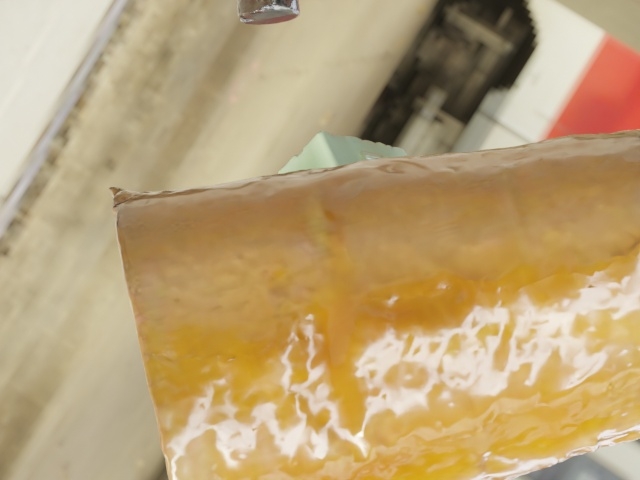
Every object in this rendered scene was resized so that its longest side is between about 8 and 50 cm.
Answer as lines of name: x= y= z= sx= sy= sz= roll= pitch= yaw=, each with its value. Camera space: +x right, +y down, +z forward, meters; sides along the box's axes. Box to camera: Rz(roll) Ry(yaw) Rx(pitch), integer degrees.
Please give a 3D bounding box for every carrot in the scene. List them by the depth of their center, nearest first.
carrot: x=0.042 y=0.040 z=0.883 sx=0.254 sy=0.196 sz=0.196 roll=-13 pitch=169 yaw=1

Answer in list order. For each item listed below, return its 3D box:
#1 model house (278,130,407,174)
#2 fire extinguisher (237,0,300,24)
model house: x=0.000 y=0.000 z=1.446 sx=0.149 sy=0.100 sz=0.127 roll=-37 pitch=155 yaw=26
fire extinguisher: x=-0.074 y=-0.382 z=2.134 sx=0.089 sy=0.072 sz=0.267 roll=4 pitch=79 yaw=-62
